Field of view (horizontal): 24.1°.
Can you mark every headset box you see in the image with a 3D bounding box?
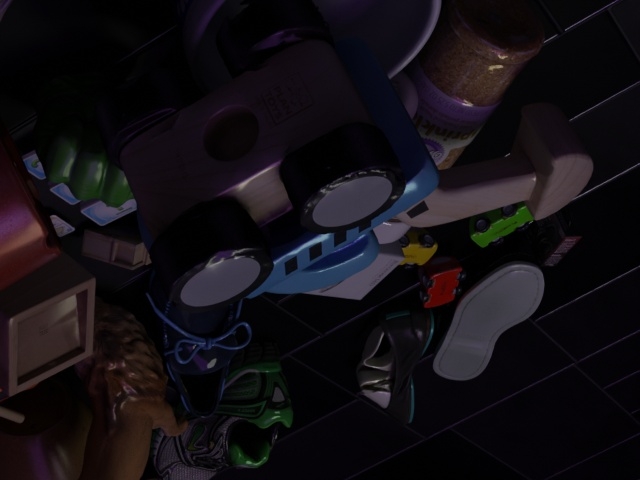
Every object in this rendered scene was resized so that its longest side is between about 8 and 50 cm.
[{"bbox_3d":[0.336,-0.011,2.152,0.032,0.062,0.083,-2,146,-30],"label":"headset box"}]

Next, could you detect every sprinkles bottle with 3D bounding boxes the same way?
[{"bbox_3d":[0.125,-0.144,1.756,0.121,0.121,0.355,-1,144,-30],"label":"sprinkles bottle"}]

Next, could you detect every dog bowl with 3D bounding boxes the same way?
[{"bbox_3d":[-0.017,-0.247,1.522,0.265,0.104,0.265,-15,150,-9],"label":"dog bowl"}]

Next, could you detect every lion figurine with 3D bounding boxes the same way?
[{"bbox_3d":[-0.273,0.287,1.960,0.142,0.392,0.240,-5,152,10],"label":"lion figurine"}]

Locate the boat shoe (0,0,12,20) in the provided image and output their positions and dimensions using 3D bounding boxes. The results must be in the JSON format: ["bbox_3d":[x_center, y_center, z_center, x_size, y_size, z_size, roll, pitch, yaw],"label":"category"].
[{"bbox_3d":[-0.319,-0.250,1.363,0.094,0.109,0.302,-11,161,-45],"label":"boat shoe"}]

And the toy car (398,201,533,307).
[{"bbox_3d":[0.196,-0.005,2.088,0.225,0.053,0.239,-30,149,15],"label":"toy car"}]

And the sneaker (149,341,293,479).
[{"bbox_3d":[-0.156,0.300,2.279,0.134,0.146,0.343,1,144,-33],"label":"sneaker"}]

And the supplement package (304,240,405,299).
[{"bbox_3d":[0.000,0.000,1.928,0.179,0.105,0.105,8,139,-40],"label":"supplement package"}]

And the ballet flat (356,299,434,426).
[{"bbox_3d":[0.107,0.190,2.325,0.096,0.095,0.280,-3,137,-10],"label":"ballet flat"}]

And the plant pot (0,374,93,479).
[{"bbox_3d":[-0.390,0.311,2.118,0.237,0.237,0.254,-14,133,-10],"label":"plant pot"}]

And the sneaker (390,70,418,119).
[{"bbox_3d":[-0.025,-0.094,1.752,0.350,0.131,0.148,-24,152,23],"label":"sneaker"}]

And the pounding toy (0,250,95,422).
[{"bbox_3d":[-0.382,0.129,1.803,0.206,0.094,0.181,-27,140,-37],"label":"pounding toy"}]

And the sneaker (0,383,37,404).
[{"bbox_3d":[-0.463,0.135,1.881,0.180,0.124,0.321,-30,159,8],"label":"sneaker"}]

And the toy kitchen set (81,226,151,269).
[{"bbox_3d":[-0.239,-0.013,1.849,0.083,0.075,0.068,-30,133,-66],"label":"toy kitchen set"}]

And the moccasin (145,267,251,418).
[{"bbox_3d":[-0.153,0.129,2.033,0.137,0.117,0.342,-16,149,-7],"label":"moccasin"}]

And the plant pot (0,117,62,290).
[{"bbox_3d":[-0.423,-0.018,1.519,0.265,0.272,0.272,-26,150,-5],"label":"plant pot"}]

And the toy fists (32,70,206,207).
[{"bbox_3d":[-0.168,-0.112,1.611,0.279,0.142,0.096,-4,146,-26],"label":"toy fists"}]

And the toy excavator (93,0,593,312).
[{"bbox_3d":[0.045,-0.068,1.546,0.433,0.222,0.445,-30,154,7],"label":"toy excavator"}]

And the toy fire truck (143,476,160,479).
[{"bbox_3d":[-0.324,0.386,2.415,0.192,0.047,0.135,-20,151,1],"label":"toy fire truck"}]

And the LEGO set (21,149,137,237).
[{"bbox_3d":[-0.337,-0.022,1.731,0.244,0.060,0.182,-24,151,14],"label":"LEGO set"}]

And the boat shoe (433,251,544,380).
[{"bbox_3d":[0.243,0.096,2.245,0.114,0.091,0.302,17,140,-15],"label":"boat shoe"}]
